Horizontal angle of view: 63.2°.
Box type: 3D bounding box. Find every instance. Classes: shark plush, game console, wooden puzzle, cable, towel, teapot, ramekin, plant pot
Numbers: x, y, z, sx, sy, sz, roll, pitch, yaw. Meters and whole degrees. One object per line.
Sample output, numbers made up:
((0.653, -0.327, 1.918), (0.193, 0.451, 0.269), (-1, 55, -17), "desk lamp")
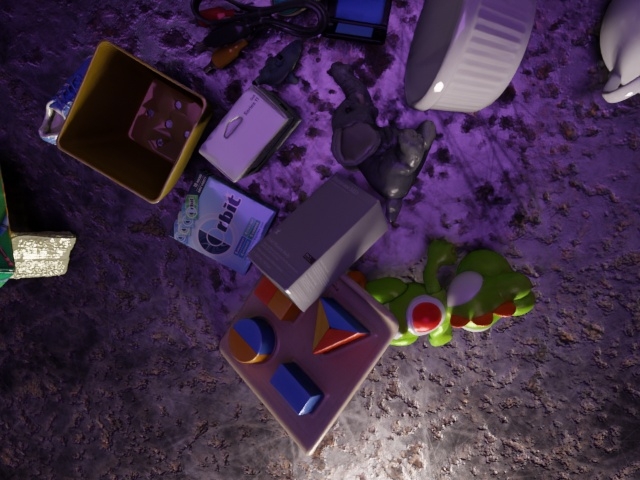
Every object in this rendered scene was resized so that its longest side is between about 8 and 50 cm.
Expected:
((-0.090, -0.330, 0.977), (0.073, 0.161, 0.067), (48, 135, 5), "shark plush")
((0.069, -0.425, 0.976), (0.122, 0.107, 0.071), (10, 131, 4), "game console")
((-0.055, 0.197, 1.038), (0.322, 0.080, 0.348), (40, 108, 31), "wooden puzzle")
((-0.126, -0.416, 0.973), (0.286, 0.072, 0.140), (-10, 111, 17), "cable")
((-0.601, 0.031, 1.106), (0.027, 0.148, 0.110), (30, 106, 29), "towel")
((0.617, -0.363, 0.876), (0.252, 0.187, 0.256), (2, 103, 5), "teapot")
((0.249, -0.344, 0.884), (0.127, 0.273, 0.273), (13, 103, -9), "ramekin")
((-0.325, -0.222, 0.997), (0.212, 0.187, 0.212), (31, 103, -1), "plant pot")

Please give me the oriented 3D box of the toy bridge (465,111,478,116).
((0.332, -0.326, 0.993), (0.063, 0.026, 0.188), (22, 103, -2), "toy bridge")

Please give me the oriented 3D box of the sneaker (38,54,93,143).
((-0.495, -0.279, 1.055), (0.080, 0.081, 0.211), (33, 102, -1), "sneaker")

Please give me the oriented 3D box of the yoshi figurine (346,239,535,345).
((0.236, 0.110, 1.051), (0.361, 0.203, 0.203), (-11, 63, 21), "yoshi figurine")

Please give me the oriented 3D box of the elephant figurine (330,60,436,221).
((0.086, -0.194, 0.999), (0.239, 0.186, 0.169), (26, 147, 10), "elephant figurine")

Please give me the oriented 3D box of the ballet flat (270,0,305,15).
((0.020, -0.493, 0.954), (0.248, 0.086, 0.086), (-17, 100, 17), "ballet flat")

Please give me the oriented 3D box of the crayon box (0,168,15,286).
((-0.709, -0.022, 1.048), (0.165, 0.081, 0.279), (-33, 66, 27), "crayon box")

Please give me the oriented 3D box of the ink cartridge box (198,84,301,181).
((-0.123, -0.199, 0.971), (0.087, 0.208, 0.153), (41, 103, -4), "ink cartridge box")

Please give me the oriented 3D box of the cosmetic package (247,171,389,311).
((0.000, 0.000, 0.974), (0.238, 0.107, 0.127), (-47, 54, -9), "cosmetic package")

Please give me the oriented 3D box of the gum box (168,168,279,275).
((-0.204, -0.038, 1.100), (0.184, 0.041, 0.157), (28, 104, -2), "gum box")
